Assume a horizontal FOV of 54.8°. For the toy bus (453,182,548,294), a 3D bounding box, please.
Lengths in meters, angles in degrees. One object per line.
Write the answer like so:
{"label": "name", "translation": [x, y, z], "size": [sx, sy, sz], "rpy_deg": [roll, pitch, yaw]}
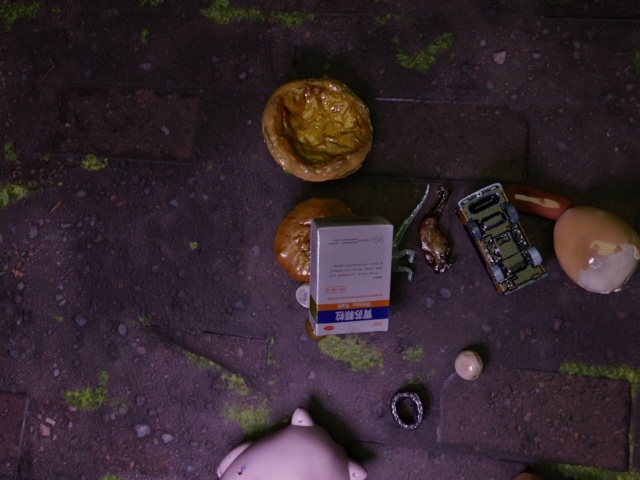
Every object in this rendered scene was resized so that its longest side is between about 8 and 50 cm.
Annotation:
{"label": "toy bus", "translation": [0.480, -0.004, 1.670], "size": [0.138, 0.167, 0.275], "rpy_deg": [-27, 84, 5]}

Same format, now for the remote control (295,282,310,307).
{"label": "remote control", "translation": [0.037, 0.176, 1.771], "size": [0.221, 0.042, 0.078], "rpy_deg": [15, 121, 10]}

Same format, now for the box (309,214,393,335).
{"label": "box", "translation": [0.077, 0.091, 1.627], "size": [0.200, 0.106, 0.300], "rpy_deg": [-3, 106, -12]}

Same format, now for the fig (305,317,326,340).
{"label": "fig", "translation": [0.000, 0.243, 1.764], "size": [0.088, 0.074, 0.074], "rpy_deg": [-28, 78, -20]}

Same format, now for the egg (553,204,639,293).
{"label": "egg", "translation": [0.717, 0.017, 1.611], "size": [0.201, 0.201, 0.244], "rpy_deg": [-35, 69, 3]}

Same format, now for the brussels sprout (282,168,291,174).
{"label": "brussels sprout", "translation": [-0.075, -0.224, 1.851], "size": [0.083, 0.051, 0.046], "rpy_deg": [-13, 113, -17]}

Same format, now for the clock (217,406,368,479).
{"label": "clock", "translation": [-0.092, 0.666, 1.630], "size": [0.368, 0.250, 0.377], "rpy_deg": [42, 91, 12]}

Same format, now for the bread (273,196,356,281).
{"label": "bread", "translation": [0.000, 0.000, 1.759], "size": [0.268, 0.146, 0.268], "rpy_deg": [-1, 81, 5]}

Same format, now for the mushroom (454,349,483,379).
{"label": "mushroom", "translation": [0.407, 0.339, 1.687], "size": [0.083, 0.067, 0.084], "rpy_deg": [-3, 86, 45]}

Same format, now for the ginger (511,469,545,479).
{"label": "ginger", "translation": [0.558, 0.710, 1.579], "size": [0.304, 0.155, 0.245], "rpy_deg": [22, 93, 20]}

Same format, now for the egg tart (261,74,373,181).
{"label": "egg tart", "translation": [-0.008, -0.311, 1.792], "size": [0.341, 0.129, 0.341], "rpy_deg": [1, 71, -4]}

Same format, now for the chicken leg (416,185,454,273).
{"label": "chicken leg", "translation": [0.328, -0.031, 1.757], "size": [0.105, 0.051, 0.253], "rpy_deg": [2, 82, 4]}

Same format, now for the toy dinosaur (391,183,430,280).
{"label": "toy dinosaur", "translation": [0.237, 0.033, 1.740], "size": [0.129, 0.076, 0.383], "rpy_deg": [39, 98, 10]}

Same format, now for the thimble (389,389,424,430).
{"label": "thimble", "translation": [0.237, 0.464, 1.697], "size": [0.095, 0.066, 0.104], "rpy_deg": [8, 84, 8]}

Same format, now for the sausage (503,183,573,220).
{"label": "sausage", "translation": [0.599, -0.107, 1.711], "size": [0.194, 0.077, 0.077], "rpy_deg": [16, 85, 9]}
